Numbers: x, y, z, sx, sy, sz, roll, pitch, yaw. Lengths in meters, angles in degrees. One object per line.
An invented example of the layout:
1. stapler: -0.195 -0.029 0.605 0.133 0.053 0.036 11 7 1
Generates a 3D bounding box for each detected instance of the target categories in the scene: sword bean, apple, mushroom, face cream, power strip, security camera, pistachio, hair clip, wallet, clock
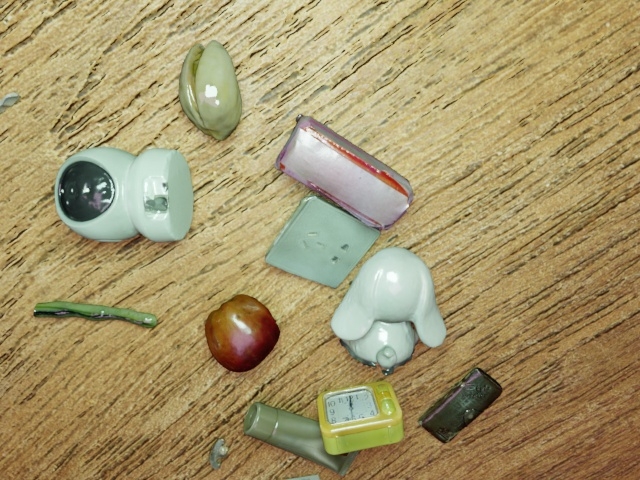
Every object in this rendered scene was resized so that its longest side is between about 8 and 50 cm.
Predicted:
1. sword bean: -0.519 0.172 0.944 0.270 0.038 0.043 9 100 -9
2. apple: -0.185 0.212 0.934 0.156 0.147 0.158 -34 107 27
3. mushroom: -0.277 0.576 1.096 0.049 0.019 0.101 10 106 -9
4. face cream: -0.038 0.524 1.079 0.341 0.084 0.137 30 92 -20
5. power strip: 0.000 0.000 0.919 0.213 0.064 0.198 26 117 -27
6. security camera: -0.392 -0.090 0.804 0.237 0.194 0.194 2 107 0
7. pistachio: -0.213 -0.292 0.797 0.125 0.124 0.184 1 100 -5
8. hair clip: -0.690 -0.221 0.812 0.072 0.034 0.226 37 102 -11
9. wallet: 0.389 0.457 1.116 0.122 0.031 0.232 40 99 -13
10. clock: 0.098 0.444 1.027 0.203 0.143 0.096 -11 115 -2

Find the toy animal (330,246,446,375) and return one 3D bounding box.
1. toy animal: 0.145 0.163 0.931 0.249 0.174 0.289 -20 109 0

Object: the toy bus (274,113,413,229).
1. toy bus: 0.056 -0.134 0.853 0.303 0.147 0.127 30 107 -12

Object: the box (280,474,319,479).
1. box: -0.159 0.788 1.147 0.344 0.065 0.200 -8 107 -3
